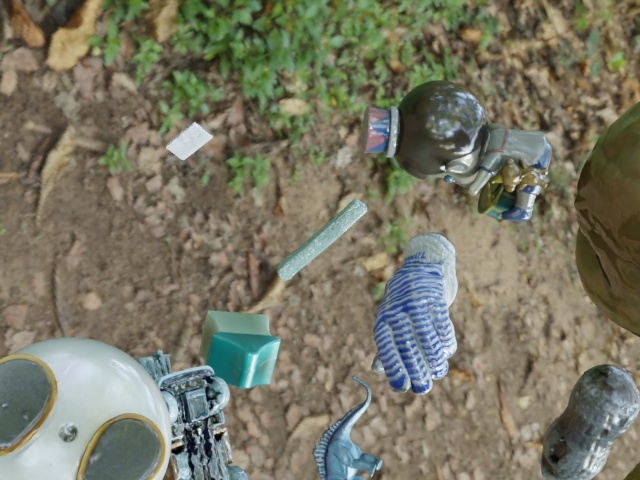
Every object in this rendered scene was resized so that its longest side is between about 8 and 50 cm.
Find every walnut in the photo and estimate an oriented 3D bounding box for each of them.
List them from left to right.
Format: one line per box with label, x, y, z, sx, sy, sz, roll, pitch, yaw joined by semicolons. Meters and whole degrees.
walnut;0.404;-0.018;0.954;0.296;0.285;0.285;30;47;-37

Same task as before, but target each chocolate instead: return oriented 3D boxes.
chocolate;0.429;0.299;1.457;0.110;0.248;0.110;12;39;-10

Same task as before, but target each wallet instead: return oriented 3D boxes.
wallet;-0.226;-0.170;1.566;0.044;0.083;0.011;36;43;-27

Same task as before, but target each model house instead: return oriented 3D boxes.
model house;-0.145;0.205;1.646;0.127;0.100;0.149;6;22;-19

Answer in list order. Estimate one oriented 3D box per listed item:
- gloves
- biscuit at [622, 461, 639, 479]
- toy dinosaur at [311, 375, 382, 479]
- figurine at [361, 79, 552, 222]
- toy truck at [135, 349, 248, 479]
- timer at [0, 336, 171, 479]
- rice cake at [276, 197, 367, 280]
gloves;0.117;0.088;1.129;0.097;0.119;0.229;28;49;-22
biscuit;0.401;0.308;0.933;0.296;0.296;0.075;54;-6;-27
toy dinosaur;0.030;0.259;1.071;0.045;0.080;0.197;3;102;-69
figurine;0.190;-0.133;1.292;0.275;0.158;0.161;28;48;-6
toy truck;-0.234;0.343;1.449;0.133;0.184;0.338;-7;84;-50
timer;-0.286;0.227;1.033;0.233;0.240;0.233;5;70;-15
rice cake;0.000;0.000;1.948;0.042;0.245;0.045;46;18;-14
